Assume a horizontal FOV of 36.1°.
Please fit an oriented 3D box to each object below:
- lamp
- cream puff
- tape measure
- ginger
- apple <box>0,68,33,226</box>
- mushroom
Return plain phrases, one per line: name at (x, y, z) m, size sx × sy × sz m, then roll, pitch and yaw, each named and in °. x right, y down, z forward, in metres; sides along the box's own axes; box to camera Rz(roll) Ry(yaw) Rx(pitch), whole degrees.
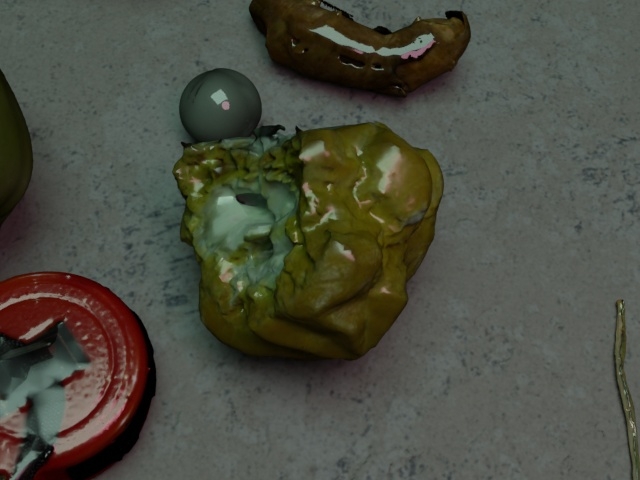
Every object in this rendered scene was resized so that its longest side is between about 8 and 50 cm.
lamp at (-0.128, -0.168, 1.254) m, size 0.105 × 0.105 × 0.105 m, roll 1°, pitch 62°, yaw -3°
cream puff at (-0.001, -0.001, 1.107) m, size 0.274 × 0.323 × 0.270 m, roll -13°, pitch 102°, yaw -41°
tape measure at (-0.312, 0.150, 1.070) m, size 0.260 × 0.114 × 0.253 m, roll -34°, pitch 70°, yaw -19°
ginger at (0.043, -0.266, 1.316) m, size 0.309 × 0.107 × 0.133 m, roll 9°, pitch 76°, yaw 6°
apple at (-0.495, -0.113, 1.062) m, size 0.357 × 0.357 × 0.357 m, roll 1°, pitch 62°, yaw -3°
mushroom at (0.354, 0.198, 1.137) m, size 0.026 × 0.028 × 0.286 m, roll -15°, pitch 53°, yaw 38°
